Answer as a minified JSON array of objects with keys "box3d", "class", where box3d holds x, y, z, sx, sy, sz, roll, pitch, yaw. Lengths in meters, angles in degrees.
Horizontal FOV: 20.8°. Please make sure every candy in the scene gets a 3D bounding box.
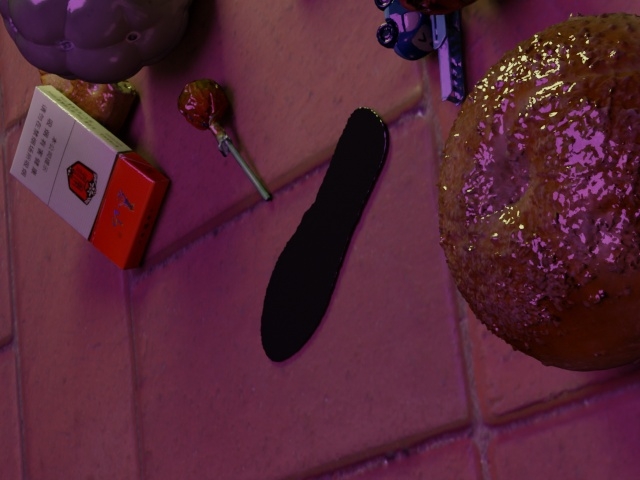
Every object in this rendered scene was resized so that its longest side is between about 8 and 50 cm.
[{"box3d":[-0.106,-0.114,2.021,0.201,0.060,0.060,56,131,33],"class":"candy"}]

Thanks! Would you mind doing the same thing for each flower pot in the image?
[{"box3d":[-0.269,-0.310,2.113,0.195,0.246,0.246,-23,67,48],"class":"flower pot"}]

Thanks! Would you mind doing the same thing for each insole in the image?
[{"box3d":[0.000,0.000,1.876,0.109,0.007,0.322,52,128,43],"class":"insole"}]

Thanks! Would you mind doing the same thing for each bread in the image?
[{"box3d":[0.207,-0.044,1.436,0.305,0.159,0.305,-11,77,57],"class":"bread"}]

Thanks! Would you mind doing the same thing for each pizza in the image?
[{"box3d":[-0.321,-0.206,2.313,0.154,0.069,0.194,-50,61,36],"class":"pizza"}]

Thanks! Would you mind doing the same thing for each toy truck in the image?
[{"box3d":[0.099,-0.193,1.706,0.074,0.063,0.136,-12,77,33],"class":"toy truck"}]

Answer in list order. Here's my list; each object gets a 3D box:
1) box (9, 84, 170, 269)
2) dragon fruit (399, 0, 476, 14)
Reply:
[{"box3d":[-0.300,-0.083,2.244,0.245,0.035,0.139,40,120,30],"class":"box"},{"box3d":[0.108,-0.268,1.621,0.166,0.136,0.133,-63,-2,-38],"class":"dragon fruit"}]
